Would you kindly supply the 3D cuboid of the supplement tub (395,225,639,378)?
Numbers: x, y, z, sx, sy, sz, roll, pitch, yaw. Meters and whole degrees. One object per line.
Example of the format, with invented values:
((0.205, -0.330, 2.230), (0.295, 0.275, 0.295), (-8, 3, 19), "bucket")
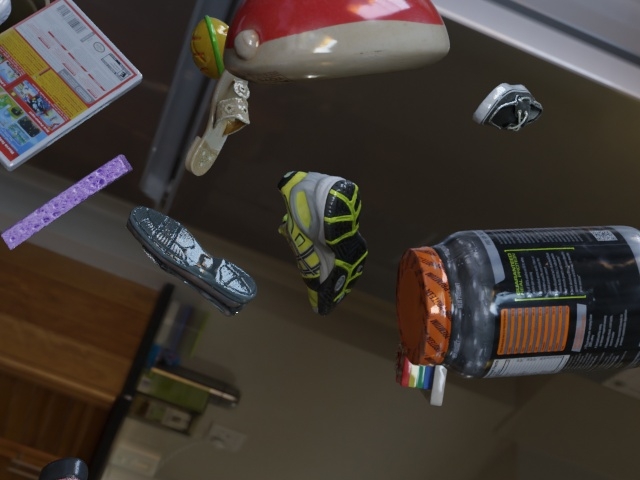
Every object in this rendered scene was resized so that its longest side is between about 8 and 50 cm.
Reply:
((0.288, 0.085, 1.256), (0.207, 0.338, 0.207), (179, -90, -80), "supplement tub")

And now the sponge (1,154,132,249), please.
((-0.384, -0.062, 1.375), (0.210, 0.031, 0.117), (-34, -170, -5), "sponge")

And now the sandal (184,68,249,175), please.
((-0.171, -0.225, 1.716), (0.088, 0.079, 0.240), (24, 93, -59), "sandal")

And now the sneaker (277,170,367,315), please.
((0.000, 0.000, 1.837), (0.145, 0.147, 0.384), (-46, 150, -35), "sneaker")

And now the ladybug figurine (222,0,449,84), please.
((0.026, -0.338, 1.416), (0.449, 0.305, 0.161), (-20, 108, -53), "ladybug figurine")

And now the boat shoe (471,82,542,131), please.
((0.345, -0.236, 1.622), (0.219, 0.070, 0.077), (-23, 152, -54), "boat shoe")

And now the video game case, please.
((-0.474, -0.271, 1.514), (0.285, 0.204, 0.025), (-42, 177, -27), "video game case")

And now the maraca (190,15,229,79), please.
((-0.221, -0.389, 1.910), (0.185, 0.099, 0.127), (83, -7, -48), "maraca")

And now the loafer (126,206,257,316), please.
((-0.244, 0.047, 1.622), (0.084, 0.268, 0.096), (-52, -175, 33), "loafer")

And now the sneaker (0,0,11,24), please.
((-0.597, -0.444, 1.245), (0.137, 0.366, 0.210), (-57, -178, -29), "sneaker")

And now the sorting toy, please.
((0.212, 0.195, 1.882), (0.255, 0.090, 0.257), (69, 29, -88), "sorting toy")

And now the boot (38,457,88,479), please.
((-0.414, 0.425, 1.302), (0.244, 0.088, 0.176), (-44, -145, 24), "boot")

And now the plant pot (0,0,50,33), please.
((-0.769, -0.429, 1.943), (0.280, 0.323, 0.323), (124, -14, -48), "plant pot")
